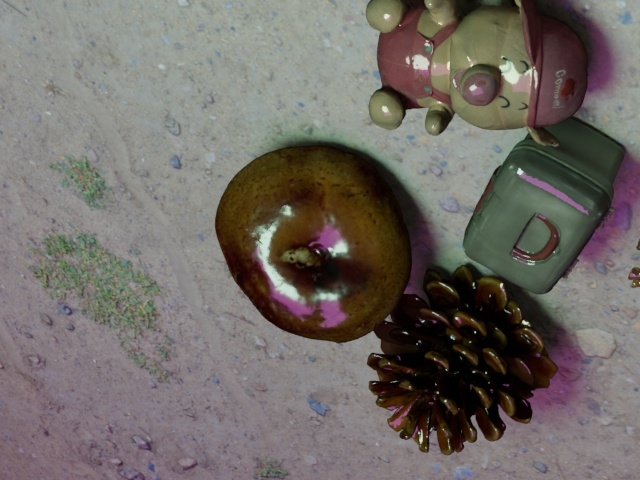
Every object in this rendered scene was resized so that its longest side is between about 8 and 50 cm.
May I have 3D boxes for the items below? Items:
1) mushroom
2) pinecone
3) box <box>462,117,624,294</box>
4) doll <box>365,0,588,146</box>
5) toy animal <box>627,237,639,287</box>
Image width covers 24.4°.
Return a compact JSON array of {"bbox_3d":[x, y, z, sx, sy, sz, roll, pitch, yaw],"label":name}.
[{"bbox_3d":[-0.009,-0.011,2.029,0.267,0.254,0.267,-3,120,-5],"label":"mushroom"},{"bbox_3d":[0.184,0.173,2.033,0.264,0.264,0.264,19,139,17],"label":"pinecone"},{"bbox_3d":[0.277,-0.046,1.831,0.148,0.129,0.210,30,141,4],"label":"box"},{"bbox_3d":[0.181,-0.206,1.712,0.255,0.152,0.196,9,147,21],"label":"doll"},{"bbox_3d":[0.503,0.087,1.882,0.275,0.054,0.149,35,144,-5],"label":"toy animal"}]
